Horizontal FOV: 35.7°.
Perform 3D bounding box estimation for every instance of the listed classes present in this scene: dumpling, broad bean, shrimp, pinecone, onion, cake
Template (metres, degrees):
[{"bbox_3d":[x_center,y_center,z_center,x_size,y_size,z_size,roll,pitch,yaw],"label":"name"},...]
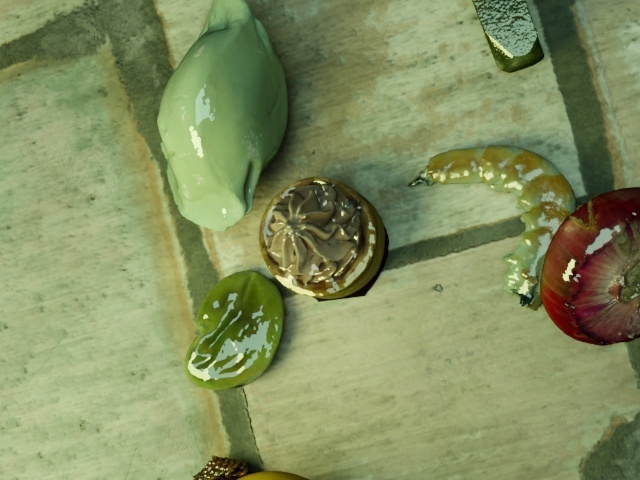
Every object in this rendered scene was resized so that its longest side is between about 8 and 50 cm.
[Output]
[{"bbox_3d":[-0.154,-0.193,1.590,0.212,0.270,0.320,28,70,-6],"label":"dumpling"},{"bbox_3d":[-0.139,0.153,1.621,0.153,0.072,0.206,35,96,8],"label":"broad bean"},{"bbox_3d":[0.286,-0.052,1.513,0.185,0.068,0.287,-46,76,10],"label":"shrimp"},{"bbox_3d":[-0.149,0.399,1.604,0.102,0.102,0.109,-34,109,12],"label":"pinecone"},{"bbox_3d":[0.422,0.032,1.408,0.248,0.161,0.248,-1,112,-4],"label":"onion"},{"bbox_3d":[0.000,0.000,1.538,0.185,0.178,0.207,-39,81,10],"label":"cake"}]

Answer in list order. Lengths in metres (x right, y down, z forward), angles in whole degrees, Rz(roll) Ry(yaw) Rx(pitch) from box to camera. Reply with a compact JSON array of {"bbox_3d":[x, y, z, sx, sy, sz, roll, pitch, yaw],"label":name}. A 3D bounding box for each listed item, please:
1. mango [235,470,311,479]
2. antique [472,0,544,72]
[{"bbox_3d":[-0.053,0.567,1.493,0.300,0.232,0.445,-15,99,-8],"label":"mango"},{"bbox_3d":[0.274,-0.365,1.524,0.080,0.081,0.221,-20,82,15],"label":"antique"}]
